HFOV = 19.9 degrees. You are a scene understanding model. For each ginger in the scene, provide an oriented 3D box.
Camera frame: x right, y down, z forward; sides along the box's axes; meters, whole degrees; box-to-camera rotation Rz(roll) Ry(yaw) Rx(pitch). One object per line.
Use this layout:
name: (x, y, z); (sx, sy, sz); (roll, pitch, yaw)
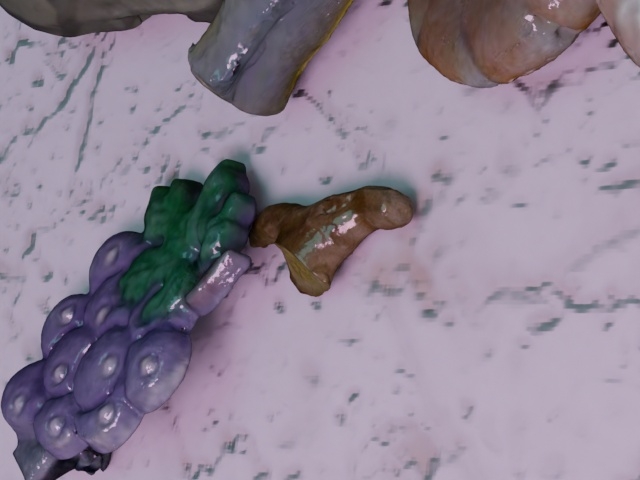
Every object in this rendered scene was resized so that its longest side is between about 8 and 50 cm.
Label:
ginger: (-0.001, 0.001, 0.849); (0.097, 0.030, 0.048); (-10, 72, 40)

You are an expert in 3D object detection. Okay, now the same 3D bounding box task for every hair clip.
hair clip: (-0.088, 0.047, 0.906); (0.195, 0.052, 0.124); (-54, 38, 12)

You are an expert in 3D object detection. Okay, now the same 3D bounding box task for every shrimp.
shrimp: (0.115, -0.181, 0.777); (0.254, 0.059, 0.145); (-62, 33, 20)

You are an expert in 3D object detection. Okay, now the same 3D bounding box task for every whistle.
whistle: (0.039, -0.192, 0.803); (0.326, 0.057, 0.068); (-55, 20, 29)

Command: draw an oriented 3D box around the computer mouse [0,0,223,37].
computer mouse: (-0.061, -0.275, 0.890); (0.429, 0.145, 0.228); (-43, 54, 24)

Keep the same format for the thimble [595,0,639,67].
thimble: (0.210, -0.133, 0.628); (0.229, 0.148, 0.196); (-43, 57, 27)
